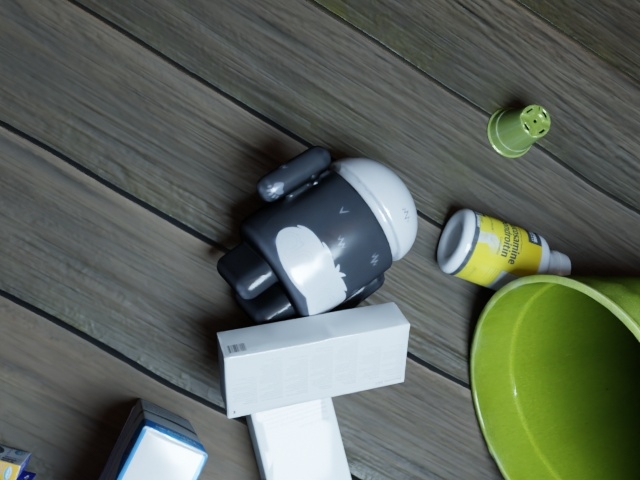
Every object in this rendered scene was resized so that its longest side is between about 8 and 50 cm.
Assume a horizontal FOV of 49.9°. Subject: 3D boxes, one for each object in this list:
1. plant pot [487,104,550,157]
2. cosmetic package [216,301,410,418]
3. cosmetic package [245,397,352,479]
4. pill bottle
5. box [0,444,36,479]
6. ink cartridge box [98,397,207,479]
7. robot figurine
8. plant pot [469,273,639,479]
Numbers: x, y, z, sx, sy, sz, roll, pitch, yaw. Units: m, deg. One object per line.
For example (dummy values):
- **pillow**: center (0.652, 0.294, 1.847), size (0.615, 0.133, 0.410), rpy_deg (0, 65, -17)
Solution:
- **plant pot**: center (0.318, -0.179, 1.080), size (0.083, 0.079, 0.083), rpy_deg (1, 84, -14)
- **cosmetic package**: center (-0.009, 0.150, 0.882), size (0.239, 0.060, 0.099), rpy_deg (-8, 119, -17)
- **cosmetic package**: center (-0.034, 0.282, 0.956), size (0.117, 0.085, 0.231), rpy_deg (-13, 90, -15)
- **pill bottle**: center (0.278, 0.026, 1.041), size (0.184, 0.103, 0.103), rpy_deg (19, 81, -12)
- **box**: center (-0.425, 0.272, 0.863), size (0.136, 0.081, 0.028), rpy_deg (17, 81, -12)
- **ink cartridge box**: center (-0.218, 0.292, 0.849), size (0.086, 0.203, 0.148), rpy_deg (27, 80, -12)
- **robot figurine**: center (0.000, 0.001, 0.944), size (0.278, 0.209, 0.173), rpy_deg (-35, 72, -13)
- **plant pot**: center (0.466, 0.199, 0.973), size (0.353, 0.366, 0.366), rpy_deg (-9, 88, -27)
